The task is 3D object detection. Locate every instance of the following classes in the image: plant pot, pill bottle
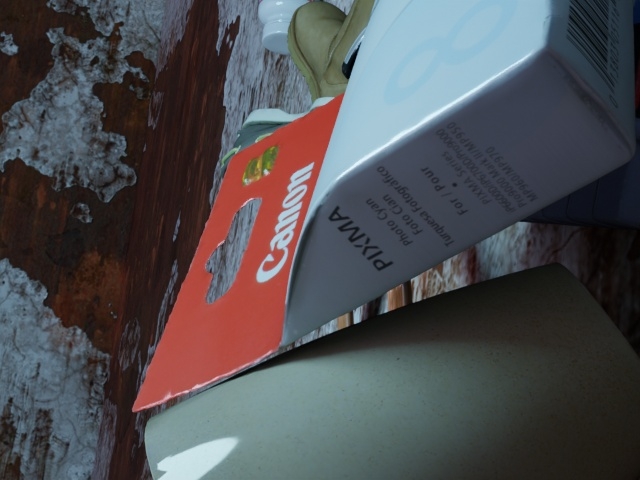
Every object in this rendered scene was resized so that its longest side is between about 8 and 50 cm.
[{"bbox_3d":[0.075,0.143,0.803,0.274,0.256,0.256,-34,26,2],"label":"plant pot"},{"bbox_3d":[-0.042,-0.348,1.788,0.087,0.087,0.160,139,138,-63],"label":"pill bottle"}]

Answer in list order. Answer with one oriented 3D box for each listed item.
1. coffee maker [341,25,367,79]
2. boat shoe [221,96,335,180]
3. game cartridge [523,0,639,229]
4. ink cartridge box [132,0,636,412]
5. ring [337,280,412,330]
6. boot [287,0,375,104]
[{"bbox_3d":[0.119,-0.172,1.166,0.171,0.120,0.178,47,129,38],"label":"coffee maker"},{"bbox_3d":[-0.012,-0.092,1.404,0.091,0.109,0.305,-56,27,-17],"label":"boat shoe"},{"bbox_3d":[0.214,-0.186,0.934,0.230,0.068,0.354,-173,94,-77],"label":"game cartridge"},{"bbox_3d":[0.022,-0.082,0.835,0.385,0.091,0.308,-29,28,30],"label":"ink cartridge box"},{"bbox_3d":[0.056,0.071,1.203,0.336,0.032,0.336,178,90,-81],"label":"ring"},{"bbox_3d":[0.059,-0.273,1.437,0.269,0.089,0.236,118,144,-45],"label":"boot"}]
